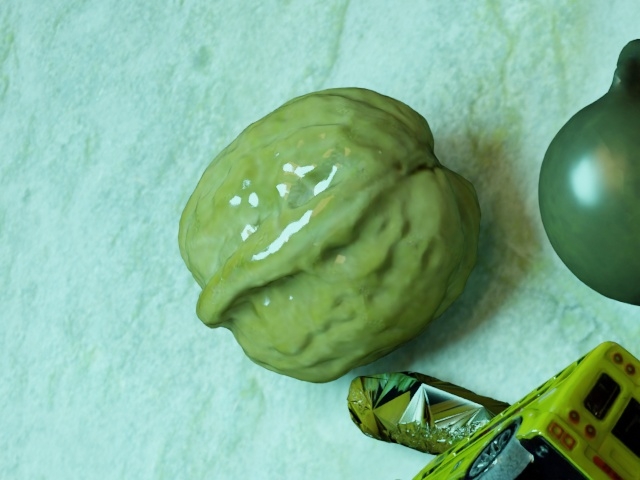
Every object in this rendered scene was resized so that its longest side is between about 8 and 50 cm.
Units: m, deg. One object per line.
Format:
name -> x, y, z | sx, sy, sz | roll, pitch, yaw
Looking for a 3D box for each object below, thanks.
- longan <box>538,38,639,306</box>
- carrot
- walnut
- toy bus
longan -> 0.248, -0.051, 1.376 | 0.159, 0.185, 0.204 | 4, 95, 37
carrot -> 0.124, 0.154, 1.455 | 0.229, 0.069, 0.069 | 15, 79, 35
walnut -> 0.000, 0.000, 1.505 | 0.257, 0.257, 0.224 | -36, 87, 15
toy bus -> 0.138, 0.208, 1.318 | 0.151, 0.145, 0.331 | -51, 4, -38
